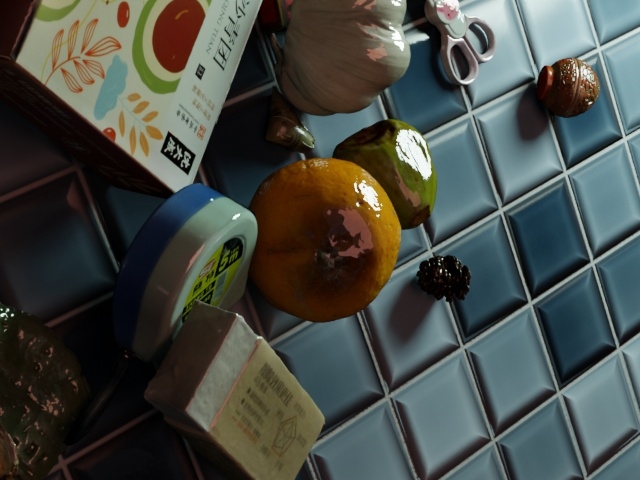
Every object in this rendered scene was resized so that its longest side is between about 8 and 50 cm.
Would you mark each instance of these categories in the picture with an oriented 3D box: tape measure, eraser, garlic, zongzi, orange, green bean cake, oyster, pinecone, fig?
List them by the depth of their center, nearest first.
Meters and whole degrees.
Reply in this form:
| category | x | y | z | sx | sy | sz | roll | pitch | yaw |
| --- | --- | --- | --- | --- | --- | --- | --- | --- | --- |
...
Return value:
| category | x | y | z | sx | sy | sz | roll | pitch | yaw |
| --- | --- | --- | --- | --- | --- | --- | --- | --- | --- |
| oyster | -0.374 | 0.222 | 1.316 | 0.086 | 0.029 | 0.132 | -16 | 95 | -39 |
| green bean cake | -0.396 | 0.187 | 1.401 | 0.222 | 0.125 | 0.227 | 48 | 59 | -26 |
| tape measure | -0.201 | 0.072 | 1.453 | 0.351 | 0.098 | 0.215 | -46 | 159 | -48 |
| eraser | -0.101 | 0.214 | 1.545 | 0.144 | 0.078 | 0.343 | -62 | 151 | -20 |
| orange | 0.000 | 0.000 | 1.640 | 0.224 | 0.170 | 0.224 | -2 | 103 | -7 |
| garlic | 0.039 | -0.254 | 1.660 | 0.178 | 0.229 | 0.143 | -8 | 50 | -44 |
| zongzi | -0.042 | -0.169 | 1.720 | 0.076 | 0.040 | 0.083 | 20 | 60 | -41 |
| fig | 0.101 | -0.088 | 1.753 | 0.144 | 0.154 | 0.165 | -31 | 70 | 6 |
| pinecone | 0.187 | 0.059 | 1.858 | 0.083 | 0.077 | 0.077 | -1 | 90 | -19 |

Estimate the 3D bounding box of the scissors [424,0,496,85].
| category | x | y | z | sx | sy | sz | roll | pitch | yaw |
| --- | --- | --- | --- | --- | --- | --- | --- | --- | --- |
| scissors | 0.189 | -0.355 | 1.889 | 0.242 | 0.030 | 0.118 | 51 | 62 | -29 |

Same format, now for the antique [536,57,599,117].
| category | x | y | z | sx | sy | sz | roll | pitch | yaw |
| --- | --- | --- | --- | --- | --- | --- | --- | --- | --- |
| antique | 0.410 | -0.251 | 2.008 | 0.104 | 0.104 | 0.104 | 1 | 89 | -36 |

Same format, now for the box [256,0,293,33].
| category | x | y | z | sx | sy | sz | roll | pitch | yaw |
| --- | --- | --- | --- | --- | --- | --- | --- | --- | --- |
| box | -0.030 | -0.419 | 1.705 | 0.153 | 0.074 | 0.239 | -17 | 100 | -39 |

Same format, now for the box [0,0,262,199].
| category | x | y | z | sx | sy | sz | roll | pitch | yaw |
| --- | --- | --- | --- | --- | --- | --- | --- | --- | --- |
| box | -0.233 | -0.279 | 1.419 | 0.385 | 0.122 | 0.344 | 43 | 62 | -59 |
